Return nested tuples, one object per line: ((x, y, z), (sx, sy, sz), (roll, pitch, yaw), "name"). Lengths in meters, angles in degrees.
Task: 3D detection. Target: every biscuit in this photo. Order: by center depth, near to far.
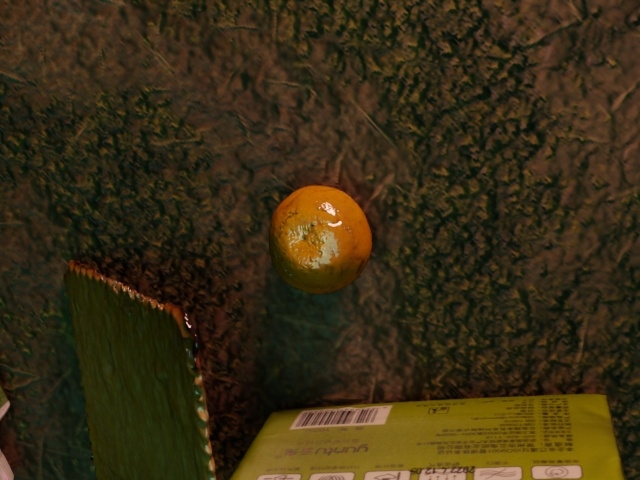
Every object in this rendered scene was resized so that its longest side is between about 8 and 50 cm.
((-0.141, 0.144, 0.733), (0.232, 0.013, 0.237), (15, 115, 52), "biscuit")

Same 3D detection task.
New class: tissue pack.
((0.084, 0.222, 0.688), (0.274, 0.200, 0.167), (-4, 104, 13), "tissue pack")

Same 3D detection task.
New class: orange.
((0.000, 0.000, 0.709), (0.083, 0.070, 0.083), (2, 95, 17), "orange")

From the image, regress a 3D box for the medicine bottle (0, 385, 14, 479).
((-0.352, 0.151, 0.814), (0.132, 0.088, 0.188), (-20, 101, 17), "medicine bottle")
